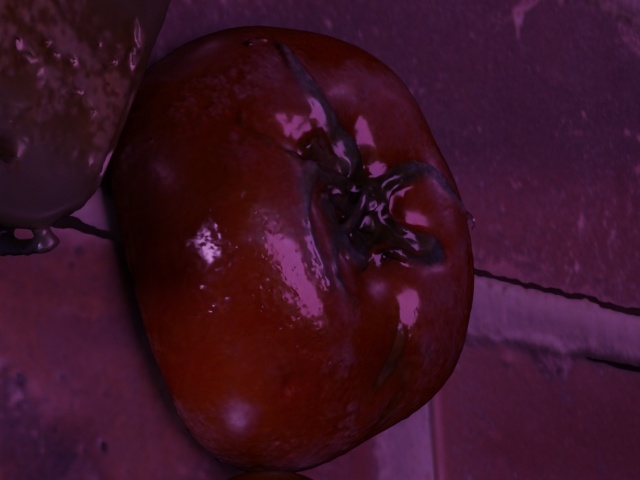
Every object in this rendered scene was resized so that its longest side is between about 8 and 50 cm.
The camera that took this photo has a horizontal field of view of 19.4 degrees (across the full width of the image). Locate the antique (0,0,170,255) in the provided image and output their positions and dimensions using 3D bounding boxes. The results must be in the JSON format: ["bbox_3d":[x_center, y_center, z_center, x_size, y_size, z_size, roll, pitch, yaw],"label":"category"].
[{"bbox_3d":[-0.135,-0.127,0.805,0.125,0.150,0.284,33,63,-41],"label":"antique"}]

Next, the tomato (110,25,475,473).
[{"bbox_3d":[0.000,0.000,0.948,0.236,0.095,0.237,18,65,-45],"label":"tomato"}]

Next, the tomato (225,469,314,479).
[{"bbox_3d":[-0.022,0.150,0.890,0.087,0.075,0.087,25,56,-45],"label":"tomato"}]
